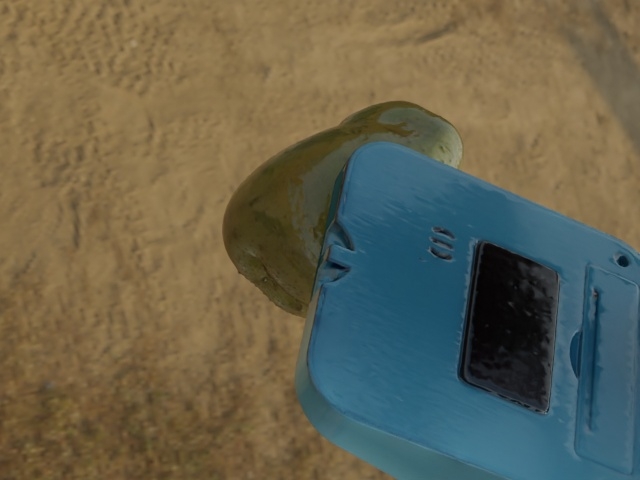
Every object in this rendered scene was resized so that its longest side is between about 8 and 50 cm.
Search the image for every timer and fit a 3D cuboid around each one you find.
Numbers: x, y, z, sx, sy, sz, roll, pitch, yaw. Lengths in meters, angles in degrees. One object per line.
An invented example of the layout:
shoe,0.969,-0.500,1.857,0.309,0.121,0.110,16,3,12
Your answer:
timer,0.101,0.071,0.935,0.250,0.091,0.232,25,49,-14

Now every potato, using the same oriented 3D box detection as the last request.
potato,0.026,-0.029,1.085,0.194,0.157,0.157,-45,119,-17

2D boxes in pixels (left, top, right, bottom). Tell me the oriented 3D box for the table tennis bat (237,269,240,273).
table tennis bat,0.000,0.000,1.439,0.301,0.173,0.022,-171,-120,-79
